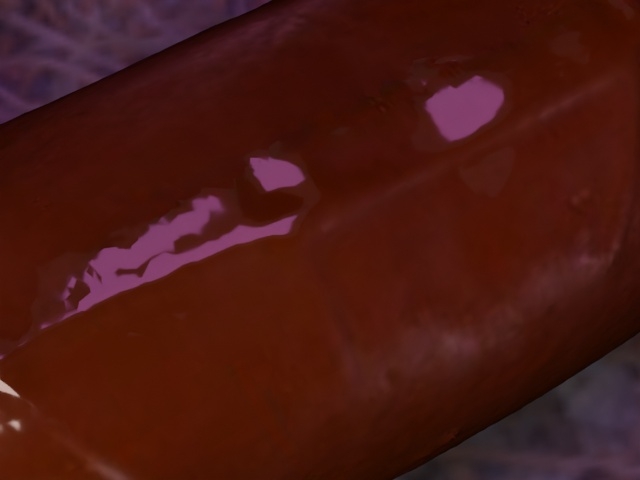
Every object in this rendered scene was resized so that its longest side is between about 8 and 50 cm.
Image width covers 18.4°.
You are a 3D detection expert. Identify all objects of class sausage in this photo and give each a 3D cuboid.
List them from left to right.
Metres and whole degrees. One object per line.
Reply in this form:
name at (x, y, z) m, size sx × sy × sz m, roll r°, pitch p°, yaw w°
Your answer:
sausage at (0.001, 0.000, 0.499) m, size 0.258 × 0.133 × 0.133 m, roll -26°, pitch 63°, yaw -16°
